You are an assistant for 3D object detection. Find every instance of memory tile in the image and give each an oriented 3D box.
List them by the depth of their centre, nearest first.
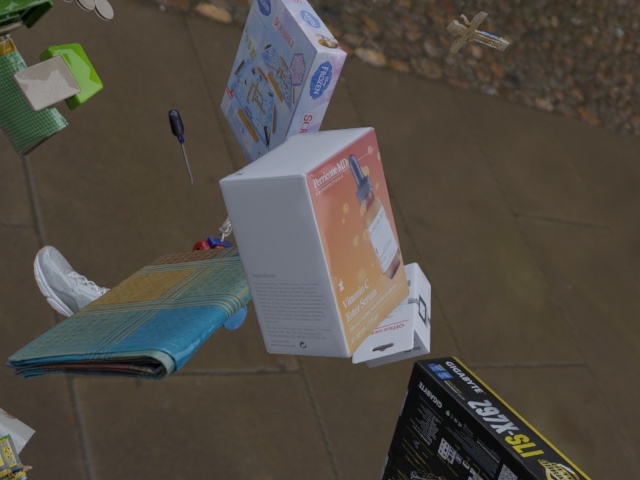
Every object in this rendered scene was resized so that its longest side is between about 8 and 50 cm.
[{"bbox_3d":[-0.342,-0.380,1.283,0.113,0.012,0.148,13,55,-60],"label":"memory tile"}]

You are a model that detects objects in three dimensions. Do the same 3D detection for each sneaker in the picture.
[{"bbox_3d":[-0.437,0.111,1.770,0.262,0.121,0.099,57,15,-6],"label":"sneaker"}]

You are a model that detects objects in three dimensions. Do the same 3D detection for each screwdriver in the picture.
[{"bbox_3d":[-0.248,-0.169,1.686,0.024,0.170,0.025,14,53,22],"label":"screwdriver"}]

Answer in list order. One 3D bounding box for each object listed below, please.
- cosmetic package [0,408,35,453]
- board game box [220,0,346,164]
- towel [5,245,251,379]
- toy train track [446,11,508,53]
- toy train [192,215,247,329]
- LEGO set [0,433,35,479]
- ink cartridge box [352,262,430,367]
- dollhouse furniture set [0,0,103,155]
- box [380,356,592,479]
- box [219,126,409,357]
[{"bbox_3d":[-0.708,0.348,1.740,0.296,0.153,0.129,37,-6,-6],"label":"cosmetic package"},{"bbox_3d":[-0.083,-0.304,1.797,0.065,0.318,0.319,1,40,-28],"label":"board game box"},{"bbox_3d":[-0.214,0.091,1.292,0.370,0.271,0.040,-41,121,-56],"label":"towel"},{"bbox_3d":[0.147,-0.194,0.869,0.083,0.048,0.014,7,45,-43],"label":"toy train track"},{"bbox_3d":[-0.175,0.045,1.841,0.143,0.248,0.105,31,9,37],"label":"toy train"},{"bbox_3d":[-0.549,0.432,1.411,0.254,0.331,0.192,-21,85,-35],"label":"LEGO set"},{"bbox_3d":[0.110,0.127,1.418,0.060,0.104,0.180,56,27,-34],"label":"ink cartridge box"},{"bbox_3d":[-0.506,-0.237,1.445,0.151,0.301,0.198,-36,100,-42],"label":"dollhouse furniture set"},{"bbox_3d":[0.207,0.345,1.233,0.079,0.257,0.322,-2,26,-30],"label":"box"},{"bbox_3d":[0.000,0.000,0.835,0.130,0.091,0.171,-40,122,-50],"label":"box"}]
